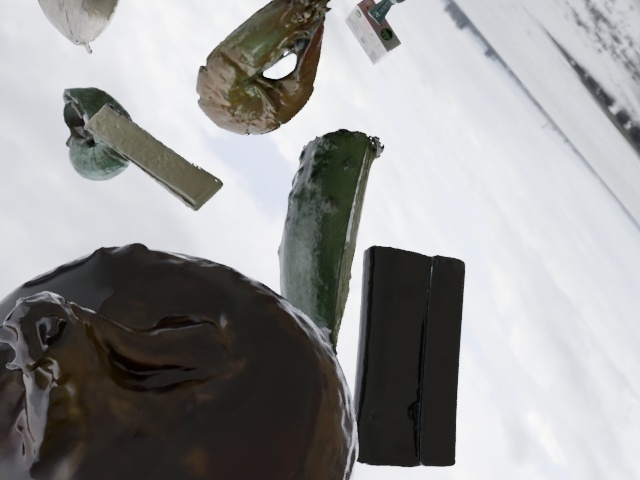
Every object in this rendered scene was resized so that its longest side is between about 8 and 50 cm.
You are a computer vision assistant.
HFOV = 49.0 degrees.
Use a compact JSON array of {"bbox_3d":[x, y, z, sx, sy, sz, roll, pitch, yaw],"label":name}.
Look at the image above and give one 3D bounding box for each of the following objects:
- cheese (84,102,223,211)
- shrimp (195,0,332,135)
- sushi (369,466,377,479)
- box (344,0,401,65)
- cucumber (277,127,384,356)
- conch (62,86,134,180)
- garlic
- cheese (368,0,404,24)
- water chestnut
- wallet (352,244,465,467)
[{"bbox_3d":[-0.362,-0.181,1.483,0.400,0.085,0.034,33,167,30],"label":"cheese"},{"bbox_3d":[-0.058,-0.250,0.958,0.145,0.267,0.061,41,-162,-12],"label":"shrimp"},{"bbox_3d":[0.013,0.565,1.347,0.043,0.279,0.192,29,-150,14],"label":"sushi"},{"bbox_3d":[0.114,-0.460,1.546,0.125,0.043,0.089,57,163,-5],"label":"box"},{"bbox_3d":[-0.003,-0.001,1.017,0.105,0.145,0.325,38,-121,-63],"label":"cucumber"},{"bbox_3d":[-0.573,-0.259,1.816,0.220,0.195,0.277,28,155,13],"label":"conch"},{"bbox_3d":[-0.382,-0.403,1.096,0.142,0.178,0.229,25,-170,-35],"label":"garlic"},{"bbox_3d":[0.146,-0.479,1.372,0.026,0.120,0.067,54,-163,27],"label":"cheese"},{"bbox_3d":[-0.150,0.146,0.507,0.302,0.350,0.350,84,165,-52],"label":"water chestnut"},{"bbox_3d":[0.172,0.223,1.351,0.228,0.062,0.406,9,-100,-19],"label":"wallet"}]
